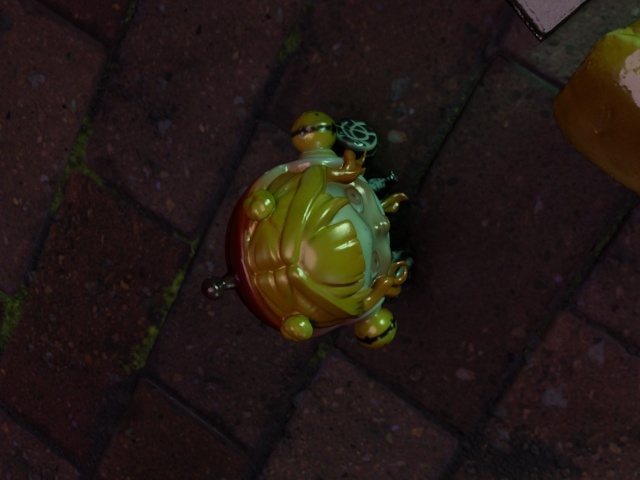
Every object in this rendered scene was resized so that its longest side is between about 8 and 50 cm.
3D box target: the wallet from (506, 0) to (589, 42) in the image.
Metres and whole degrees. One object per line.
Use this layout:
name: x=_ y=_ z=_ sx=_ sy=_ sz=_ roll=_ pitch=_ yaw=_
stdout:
wallet: x=0.241 y=-0.375 z=1.309 sx=0.133 sy=0.039 sz=0.243 roll=-41 pitch=86 yaw=23

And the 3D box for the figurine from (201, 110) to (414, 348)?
figurine: x=-0.003 y=0.001 z=1.377 sx=0.196 sy=0.323 sz=0.320 roll=-14 pitch=99 yaw=28

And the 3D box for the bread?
bread: x=0.428 y=-0.094 z=1.213 sx=0.344 sy=0.149 sz=0.195 roll=44 pitch=152 yaw=8
